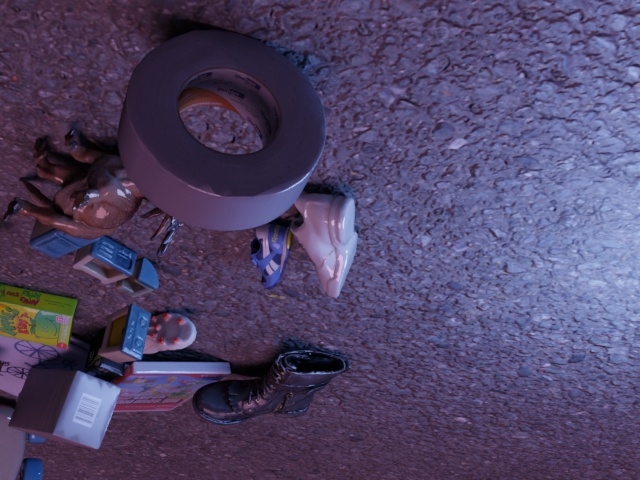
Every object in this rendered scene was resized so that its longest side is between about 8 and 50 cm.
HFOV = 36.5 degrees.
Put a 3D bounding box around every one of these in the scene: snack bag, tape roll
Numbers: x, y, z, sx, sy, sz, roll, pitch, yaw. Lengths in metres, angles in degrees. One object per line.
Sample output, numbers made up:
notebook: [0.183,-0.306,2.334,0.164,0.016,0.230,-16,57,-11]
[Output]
snack bag: [-0.572,0.252,1.960,0.342,0.037,0.323,-22,138,38]
tape roll: [-0.107,-0.122,1.062,0.219,0.219,0.072,15,147,-13]

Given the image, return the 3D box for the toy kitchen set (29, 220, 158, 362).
toy kitchen set: [-0.337,0.070,1.480,0.122,0.166,0.207,-21,140,38]

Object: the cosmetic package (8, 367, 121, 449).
cosmetic package: [-0.488,0.315,1.839,0.107,0.127,0.238,27,161,-29]

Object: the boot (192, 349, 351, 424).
boot: [-0.096,0.264,1.825,0.262,0.091,0.229,-1,152,-19]

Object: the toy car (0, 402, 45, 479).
toy car: [-0.772,0.468,2.268,0.219,0.210,0.238,7,180,-26]

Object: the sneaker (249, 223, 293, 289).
sneaker: [-0.078,0.021,1.459,0.059,0.053,0.144,12,142,-4]

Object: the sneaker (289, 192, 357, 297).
sneaker: [0.000,0.000,1.399,0.094,0.080,0.212,14,144,12]

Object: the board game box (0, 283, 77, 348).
board game box: [-0.529,0.130,1.719,0.181,0.043,0.092,13,132,-10]

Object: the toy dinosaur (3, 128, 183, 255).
toy dinosaur: [-0.294,-0.049,1.327,0.295,0.127,0.200,-11,152,37]

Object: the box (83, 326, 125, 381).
box: [-0.396,0.211,1.807,0.052,0.083,0.062,31,143,-34]

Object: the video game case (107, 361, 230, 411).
video game case: [-0.332,0.294,1.931,0.204,0.025,0.285,5,154,-33]

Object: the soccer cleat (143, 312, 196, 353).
soccer cleat: [-0.290,0.170,1.743,0.196,0.068,0.076,-6,153,33]
